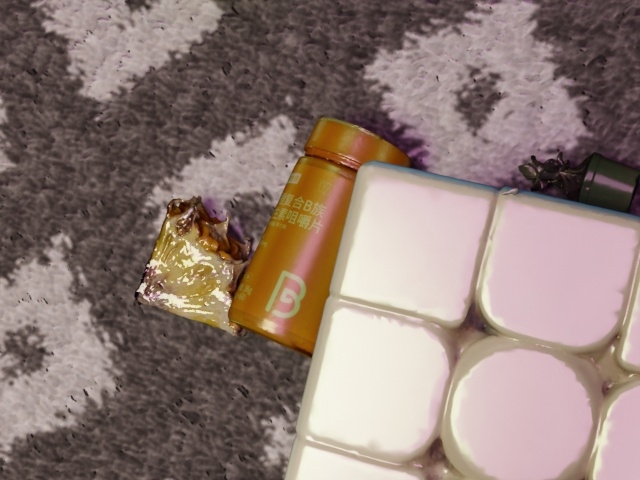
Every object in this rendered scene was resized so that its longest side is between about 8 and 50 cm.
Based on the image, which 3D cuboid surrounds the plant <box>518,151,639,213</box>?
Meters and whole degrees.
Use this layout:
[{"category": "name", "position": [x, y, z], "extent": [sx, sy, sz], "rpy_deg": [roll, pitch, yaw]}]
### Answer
[{"category": "plant", "position": [0.219, -0.054, 0.961], "extent": [0.102, 0.051, 0.051], "rpy_deg": [16, 90, 18]}]

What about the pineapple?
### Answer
[{"category": "pineapple", "position": [-0.115, 0.034, 1.015], "extent": [0.116, 0.069, 0.137], "rpy_deg": [-28, 83, 8]}]

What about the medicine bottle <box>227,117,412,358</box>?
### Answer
[{"category": "medicine bottle", "position": [0.000, 0.000, 0.968], "extent": [0.096, 0.096, 0.192], "rpy_deg": [23, 84, 12]}]

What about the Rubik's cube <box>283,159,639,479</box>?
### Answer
[{"category": "Rubik's cube", "position": [0.156, 0.123, 0.841], "extent": [0.291, 0.290, 0.291], "rpy_deg": [12, 89, 13]}]
